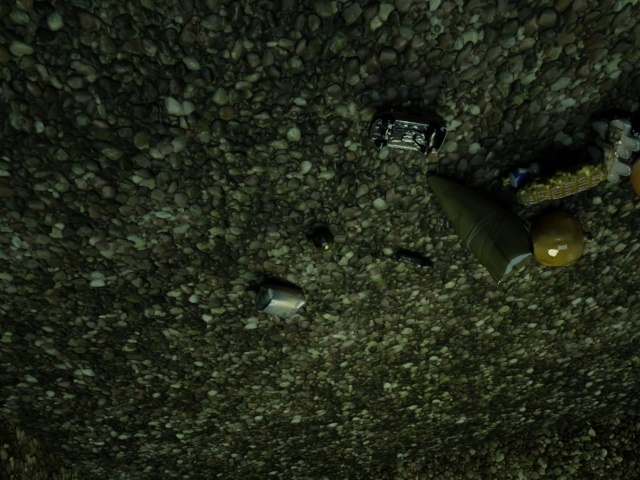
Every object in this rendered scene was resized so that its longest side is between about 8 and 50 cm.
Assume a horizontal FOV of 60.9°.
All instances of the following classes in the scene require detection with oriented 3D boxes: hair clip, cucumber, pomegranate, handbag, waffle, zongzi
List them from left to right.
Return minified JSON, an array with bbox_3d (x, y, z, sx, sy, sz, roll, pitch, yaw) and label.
[{"bbox_3d":[-0.148,0.202,1.875,0.173,0.095,0.117,20,123,-38],"label":"handbag"},{"bbox_3d":[0.000,-0.001,1.714,0.084,0.073,0.073,15,131,-5],"label":"pomegranate"},{"bbox_3d":[0.333,0.072,1.873,0.163,0.039,0.043,15,151,-22],"label":"cucumber"},{"bbox_3d":[0.524,-0.060,1.755,0.181,0.418,0.447,-45,167,15],"label":"zongzi"},{"bbox_3d":[0.790,-0.005,1.790,0.196,0.196,0.196,-6,135,-6],"label":"pomegranate"},{"bbox_3d":[0.726,-0.168,1.638,0.253,0.056,0.249,-6,165,-34],"label":"waffle"},{"bbox_3d":[0.838,-0.256,1.568,0.075,0.146,0.257,-53,149,-7],"label":"hair clip"}]

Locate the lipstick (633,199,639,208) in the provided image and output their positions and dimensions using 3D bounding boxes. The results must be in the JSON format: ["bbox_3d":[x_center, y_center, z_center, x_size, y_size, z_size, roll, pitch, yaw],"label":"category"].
[{"bbox_3d":[1.093,-0.146,1.822,0.018,0.019,0.094,15,130,-25],"label":"lipstick"}]

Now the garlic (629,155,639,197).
[{"bbox_3d":[1.022,-0.221,1.670,0.115,0.128,0.207,23,150,29],"label":"garlic"}]

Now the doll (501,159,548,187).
[{"bbox_3d":[0.618,-0.203,1.644,0.142,0.058,0.099,-24,157,12],"label":"doll"}]

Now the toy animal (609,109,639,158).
[{"bbox_3d":[0.926,-0.312,1.584,0.218,0.116,0.179,15,165,1],"label":"toy animal"}]

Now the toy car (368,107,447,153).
[{"bbox_3d":[0.225,-0.300,1.438,0.209,0.108,0.089,6,135,-11],"label":"toy car"}]
